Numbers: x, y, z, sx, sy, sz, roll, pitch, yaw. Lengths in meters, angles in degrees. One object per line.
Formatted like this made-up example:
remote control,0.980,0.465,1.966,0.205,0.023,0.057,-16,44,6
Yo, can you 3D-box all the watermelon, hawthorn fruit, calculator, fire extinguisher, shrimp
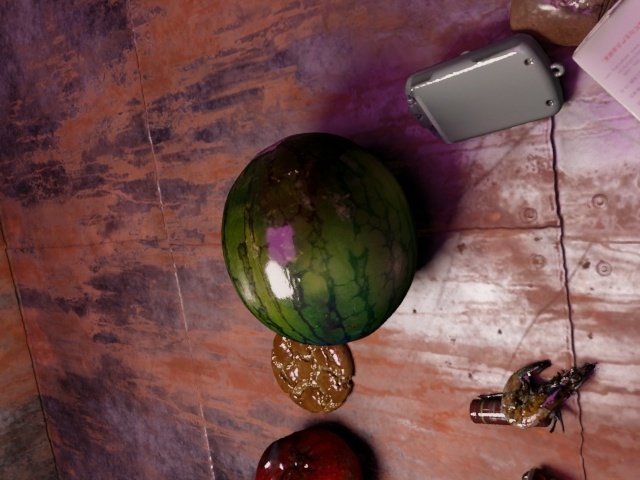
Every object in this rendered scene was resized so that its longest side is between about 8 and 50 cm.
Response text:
watermelon,0.000,0.000,1.024,0.363,0.363,0.363,12,109,38
hawthorn fruit,-0.022,0.538,1.273,0.230,0.210,0.266,8,119,30
calculator,0.241,-0.219,0.904,0.246,0.045,0.141,-10,135,43
fire extinguisher,0.328,0.286,1.010,0.158,0.043,0.064,-12,52,41
shrimp,0.352,0.229,0.959,0.161,0.034,0.091,-41,47,20

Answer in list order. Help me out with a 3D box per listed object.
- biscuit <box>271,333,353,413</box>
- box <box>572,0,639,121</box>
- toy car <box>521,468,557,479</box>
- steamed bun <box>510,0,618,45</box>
biscuit,-0.024,0.273,1.308,0.226,0.042,0.226,11,108,37
box,0.451,-0.146,0.683,0.299,0.200,0.106,51,127,18
toy car,0.377,0.457,0.984,0.112,0.112,0.139,6,116,23
steamed bun,0.331,-0.347,0.795,0.145,0.106,0.175,22,113,35
